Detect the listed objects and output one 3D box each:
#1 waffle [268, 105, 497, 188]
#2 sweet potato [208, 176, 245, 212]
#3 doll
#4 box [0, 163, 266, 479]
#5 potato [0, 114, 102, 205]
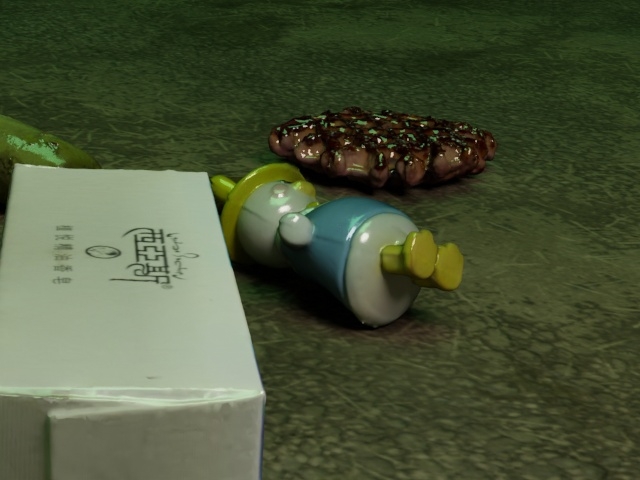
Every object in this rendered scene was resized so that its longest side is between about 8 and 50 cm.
[{"bbox_3d":[0.064,-0.099,1.468,0.221,0.055,0.234,13,16,25],"label":"waffle"},{"bbox_3d":[-0.094,-0.042,1.295,0.153,0.038,0.041,5,-3,6],"label":"sweet potato"},{"bbox_3d":[0.000,-0.001,1.121,0.135,0.098,0.241,-20,33,-39],"label":"doll"},{"bbox_3d":[-0.098,0.100,0.661,0.116,0.203,0.274,1,20,-10],"label":"box"},{"bbox_3d":[-0.279,-0.069,1.262,0.188,0.085,0.105,18,2,24],"label":"potato"}]
